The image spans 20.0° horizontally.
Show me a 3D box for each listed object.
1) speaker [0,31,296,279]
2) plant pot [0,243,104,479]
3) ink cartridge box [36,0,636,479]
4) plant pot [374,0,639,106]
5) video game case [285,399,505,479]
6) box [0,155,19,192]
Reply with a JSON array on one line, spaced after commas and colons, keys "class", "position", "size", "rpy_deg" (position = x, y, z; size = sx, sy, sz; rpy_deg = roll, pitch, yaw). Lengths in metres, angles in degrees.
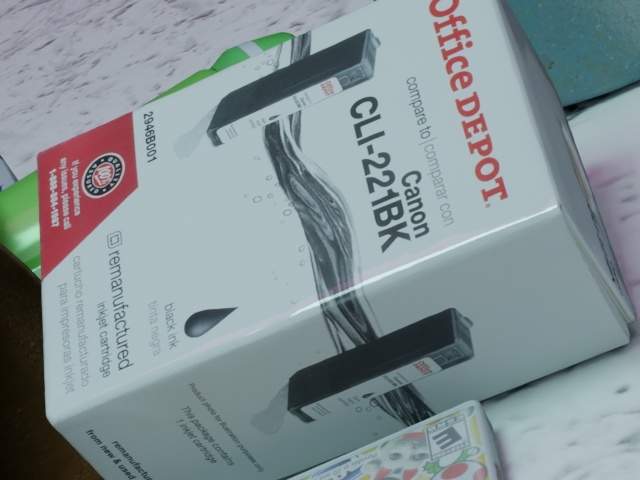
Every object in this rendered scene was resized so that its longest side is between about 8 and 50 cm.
[{"class": "speaker", "position": [-0.119, -0.010, 1.134], "size": [0.296, 0.131, 0.131], "rpy_deg": [-32, 25, -7]}, {"class": "plant pot", "position": [-0.252, 0.129, 0.946], "size": [0.230, 0.215, 0.215], "rpy_deg": [-37, 21, 19]}, {"class": "ink cartridge box", "position": [0.000, 0.000, 0.939], "size": [0.273, 0.114, 0.197], "rpy_deg": [-22, 45, 12]}, {"class": "plant pot", "position": [0.143, -0.226, 1.158], "size": [0.252, 0.247, 0.248], "rpy_deg": [-49, 26, 0]}, {"class": "video game case", "position": [-0.019, 0.173, 0.793], "size": [0.227, 0.026, 0.206], "rpy_deg": [-24, 25, 9]}, {"class": "box", "position": [-0.256, 0.011, 1.303], "size": [0.126, 0.072, 0.137], "rpy_deg": [-33, 25, -7]}]
